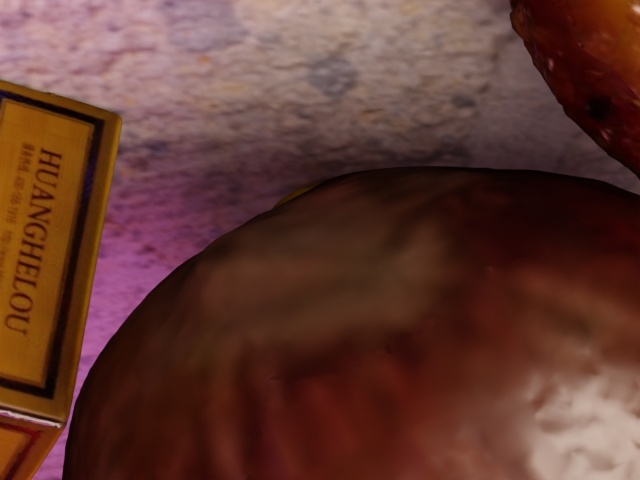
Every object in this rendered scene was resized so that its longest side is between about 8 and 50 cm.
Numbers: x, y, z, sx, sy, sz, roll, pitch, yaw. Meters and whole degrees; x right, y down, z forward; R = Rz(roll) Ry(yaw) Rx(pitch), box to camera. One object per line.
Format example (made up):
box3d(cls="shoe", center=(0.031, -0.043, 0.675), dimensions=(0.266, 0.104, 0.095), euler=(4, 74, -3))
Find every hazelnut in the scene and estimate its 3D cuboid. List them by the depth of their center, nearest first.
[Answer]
box3d(cls="hazelnut", center=(0.074, 0.143, 0.849), dimensions=(0.421, 0.353, 0.420), euler=(12, 125, 18))

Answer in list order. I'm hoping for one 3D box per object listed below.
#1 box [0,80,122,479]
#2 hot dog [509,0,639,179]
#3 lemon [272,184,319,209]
box3d(cls="box", center=(-0.205, 0.074, 0.980), dimensions=(0.084, 0.192, 0.301), euler=(18, 144, -16))
box3d(cls="hot dog", center=(0.257, -0.095, 0.694), dimensions=(0.388, 0.174, 0.267), euler=(14, 155, -14))
box3d(cls="lemon", center=(0.000, 0.000, 0.965), dimensions=(0.083, 0.062, 0.062), euler=(-31, 133, 35))
